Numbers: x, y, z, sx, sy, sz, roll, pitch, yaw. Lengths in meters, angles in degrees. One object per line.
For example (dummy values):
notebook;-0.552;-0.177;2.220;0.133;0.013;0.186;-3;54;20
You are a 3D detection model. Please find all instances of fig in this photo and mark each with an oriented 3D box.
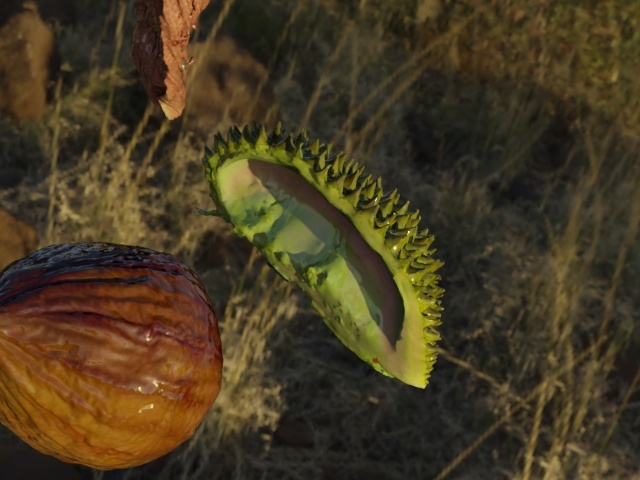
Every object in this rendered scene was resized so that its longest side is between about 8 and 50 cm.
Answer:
fig;-0.159;0.053;0.586;0.146;0.133;0.201;-18;-26;41

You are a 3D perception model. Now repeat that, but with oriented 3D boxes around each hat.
hat;-0.125;-0.259;0.963;0.107;0.236;0.286;-3;-11;-9

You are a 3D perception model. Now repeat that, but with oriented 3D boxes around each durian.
durian;0.002;-0.010;1.145;0.355;0.169;0.157;38;9;25
